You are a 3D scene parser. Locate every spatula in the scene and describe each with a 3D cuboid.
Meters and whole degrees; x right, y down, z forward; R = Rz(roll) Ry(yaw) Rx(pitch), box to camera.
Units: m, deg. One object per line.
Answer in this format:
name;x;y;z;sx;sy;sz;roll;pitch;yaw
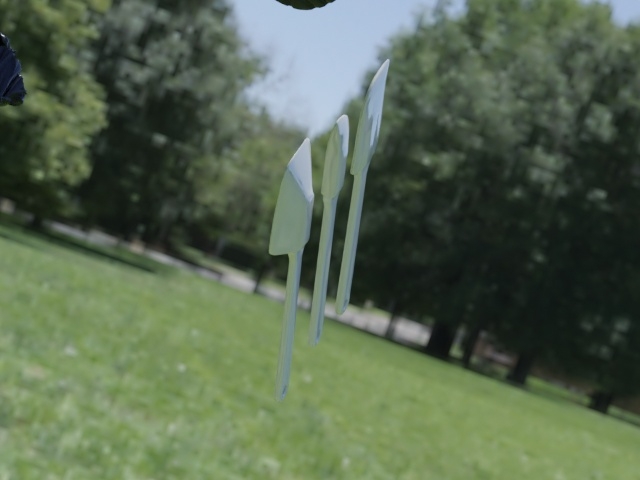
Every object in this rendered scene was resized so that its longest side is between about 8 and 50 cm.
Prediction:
spatula;0.000;0.000;1.305;0.019;0.242;0.168;20;41;14

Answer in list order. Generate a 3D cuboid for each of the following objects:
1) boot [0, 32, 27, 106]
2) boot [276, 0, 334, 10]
boot;-0.186;-0.073;0.838;0.099;0.045;0.121;-2;-40;29
boot;-0.070;-0.252;1.075;0.246;0.083;0.161;37;30;-18
